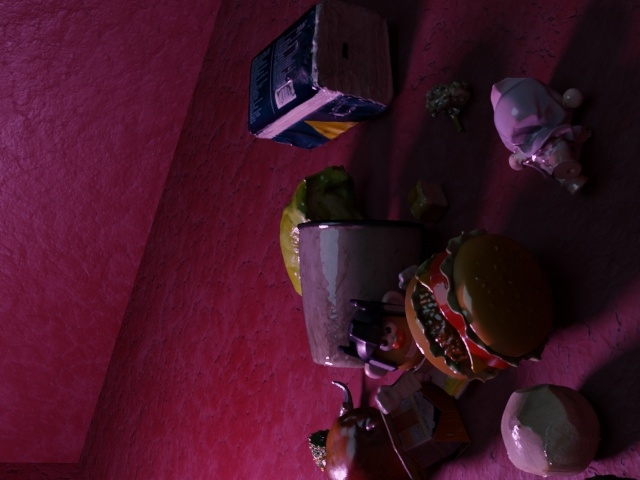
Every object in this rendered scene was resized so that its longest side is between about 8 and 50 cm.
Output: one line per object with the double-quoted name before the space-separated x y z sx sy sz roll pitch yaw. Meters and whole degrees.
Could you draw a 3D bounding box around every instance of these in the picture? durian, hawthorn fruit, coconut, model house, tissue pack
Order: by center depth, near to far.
"coconut" 0.393 0.331 1.501 0.161 0.162 0.161 -27 59 56
"model house" 0.231 0.393 1.808 0.136 0.207 0.219 -30 46 9
"hawthorn fruit" 0.111 0.460 1.900 0.208 0.208 0.248 -116 20 -45
"durian" 0.000 0.000 2.250 0.255 0.205 0.339 58 133 34
"tissue pack" -0.011 -0.429 2.327 0.417 0.253 0.264 -21 65 57

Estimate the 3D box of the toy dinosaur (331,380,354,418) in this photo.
"toy dinosaur" 0.060 0.486 2.147 0.188 0.075 0.247 -61 40 44

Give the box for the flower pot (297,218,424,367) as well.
"flower pot" 0.089 0.119 1.991 0.294 0.294 0.330 1 90 60

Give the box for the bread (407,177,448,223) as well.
"bread" 0.240 -0.089 1.974 0.070 0.077 0.083 -51 42 37

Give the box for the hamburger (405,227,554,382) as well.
"hamburger" 0.309 0.113 1.604 0.212 0.275 0.274 -40 49 48

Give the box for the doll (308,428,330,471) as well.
"doll" -0.002 0.546 2.224 0.078 0.077 0.113 31 110 50

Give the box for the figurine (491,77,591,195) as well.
"figurine" 0.417 -0.203 1.637 0.200 0.133 0.276 -55 40 33

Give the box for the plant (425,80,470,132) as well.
"plant" 0.297 -0.303 1.960 0.116 0.105 0.121 -48 -65 -80

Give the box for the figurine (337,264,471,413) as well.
"figurine" 0.176 0.209 1.785 0.143 0.309 0.308 130 140 -58

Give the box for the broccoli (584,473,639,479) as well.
"broccoli" 0.484 0.477 1.304 0.254 0.186 0.302 -45 23 -18
